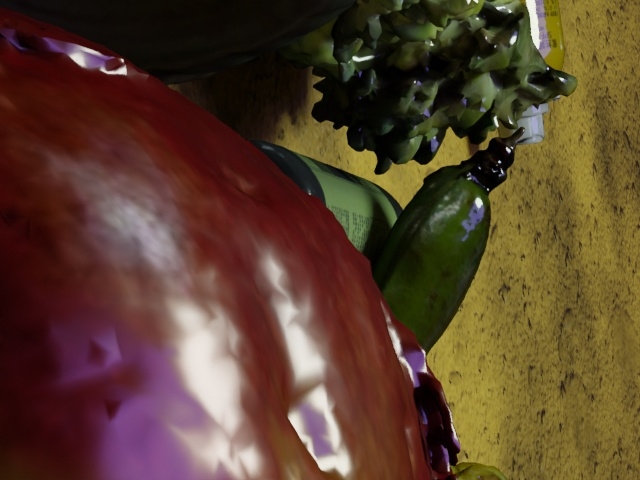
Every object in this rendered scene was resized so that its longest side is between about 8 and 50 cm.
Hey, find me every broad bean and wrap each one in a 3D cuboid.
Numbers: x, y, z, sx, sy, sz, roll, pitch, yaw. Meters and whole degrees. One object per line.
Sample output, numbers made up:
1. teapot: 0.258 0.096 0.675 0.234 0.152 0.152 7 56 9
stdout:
1. broad bean: 0.039 0.069 1.218 0.339 0.061 0.077 -60 150 -9

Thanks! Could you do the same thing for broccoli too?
1. broccoli: 0.039 -0.219 1.250 0.324 0.272 0.334 -31 111 -52

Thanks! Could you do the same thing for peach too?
1. peach: -0.127 0.118 0.630 0.416 0.353 0.339 81 19 -68

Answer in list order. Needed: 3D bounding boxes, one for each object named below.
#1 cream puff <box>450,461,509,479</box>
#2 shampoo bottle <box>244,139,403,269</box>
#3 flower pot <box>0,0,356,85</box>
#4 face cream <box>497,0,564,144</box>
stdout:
1. cream puff: 0.097 0.236 1.462 0.146 0.116 0.146 7 80 -43
2. shampoo bottle: 0.000 0.000 1.273 0.284 0.101 0.101 15 70 -67
3. flower pot: -0.088 -0.212 0.838 0.302 0.302 0.213 58 34 -48
4. face cream: 0.168 -0.263 1.773 0.105 0.105 0.349 -17 100 -69
